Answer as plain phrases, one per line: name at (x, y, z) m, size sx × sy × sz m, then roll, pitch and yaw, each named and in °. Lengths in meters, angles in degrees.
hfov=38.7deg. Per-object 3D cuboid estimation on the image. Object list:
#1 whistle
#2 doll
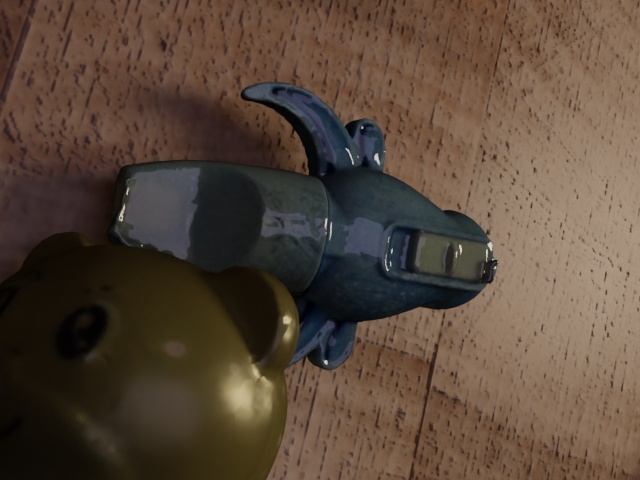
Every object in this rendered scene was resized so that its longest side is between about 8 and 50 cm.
whistle at (0.000, 0.000, 0.574) m, size 0.269 × 0.093 × 0.180 m, roll 11°, pitch 88°, yaw -22°
doll at (-0.116, 0.126, 0.442) m, size 0.161 × 0.177 × 0.260 m, roll 33°, pitch 69°, yaw -57°
